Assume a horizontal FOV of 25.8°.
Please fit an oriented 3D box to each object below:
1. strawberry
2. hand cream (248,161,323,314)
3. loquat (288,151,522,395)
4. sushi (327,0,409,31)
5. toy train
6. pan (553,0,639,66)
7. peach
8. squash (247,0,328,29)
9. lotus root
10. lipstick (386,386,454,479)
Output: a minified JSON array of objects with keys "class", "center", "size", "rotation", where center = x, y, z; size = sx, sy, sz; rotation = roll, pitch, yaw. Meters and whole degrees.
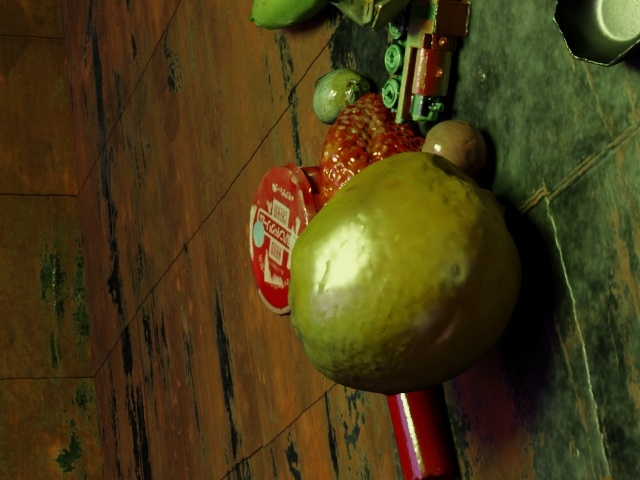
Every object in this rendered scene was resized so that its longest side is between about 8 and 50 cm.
[{"class":"strawberry","center":[0.058,-0.103,1.890],"size":[0.175,0.106,0.236],"rotation":[-39,50,15]},{"class":"hand cream","center":[0.000,0.000,2.054],"size":[0.230,0.149,0.230],"rotation":[-178,90,-65]},{"class":"loquat","center":[0.093,0.036,1.664],"size":[0.276,0.283,0.276],"rotation":[157,90,-86]},{"class":"sushi","center":[0.073,-0.346,1.867],"size":[0.134,0.109,0.273],"rotation":[-52,2,3]},{"class":"toy train","center":[0.136,-0.236,1.844],"size":[0.118,0.074,0.176],"rotation":[23,108,61]},{"class":"pan","center":[0.329,-0.236,1.426],"size":[0.202,0.048,0.128],"rotation":[27,114,50]},{"class":"peach","center":[0.169,-0.110,1.748],"size":[0.083,0.083,0.083],"rotation":[-179,90,-67]},{"class":"squash","center":[-0.032,-0.402,2.186],"size":[0.370,0.118,0.118],"rotation":[144,124,-63]},{"class":"lotus root","center":[0.026,-0.212,2.089],"size":[0.165,0.088,0.088],"rotation":[166,104,-76]},{"class":"lipstick","center":[0.118,0.190,1.868],"size":[0.073,0.073,0.280],"rotation":[129,136,-55]}]
